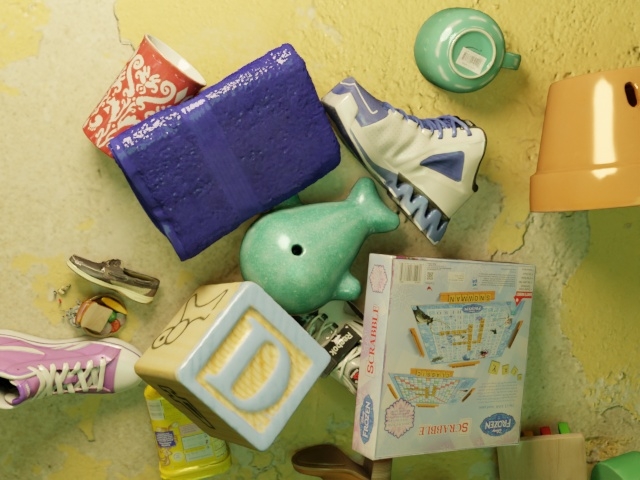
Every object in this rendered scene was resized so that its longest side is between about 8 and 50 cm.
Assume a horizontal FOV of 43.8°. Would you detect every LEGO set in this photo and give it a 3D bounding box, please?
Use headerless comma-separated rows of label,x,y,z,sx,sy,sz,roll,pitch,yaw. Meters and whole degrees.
LEGO set,-0.406,0.113,1.303,0.054,0.023,0.083,-42,110,5

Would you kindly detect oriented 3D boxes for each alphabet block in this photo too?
alphabet block,-0.141,0.193,1.250,0.193,0.197,0.192,48,65,-19

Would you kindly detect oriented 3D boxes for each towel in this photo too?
towel,-0.135,-0.133,1.188,0.308,0.076,0.228,-31,127,-8

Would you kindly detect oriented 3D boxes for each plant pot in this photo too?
plant pot,0.468,-0.157,1.249,0.290,0.291,0.204,-7,93,-8

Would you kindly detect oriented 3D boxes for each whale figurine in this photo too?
whale figurine,0.000,0.000,1.265,0.272,0.141,0.216,-32,83,-10

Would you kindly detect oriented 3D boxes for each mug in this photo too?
mug,0.233,-0.300,1.239,0.157,0.097,0.130,-23,110,-2
mug,-0.252,-0.192,1.182,0.150,0.113,0.169,41,101,-9

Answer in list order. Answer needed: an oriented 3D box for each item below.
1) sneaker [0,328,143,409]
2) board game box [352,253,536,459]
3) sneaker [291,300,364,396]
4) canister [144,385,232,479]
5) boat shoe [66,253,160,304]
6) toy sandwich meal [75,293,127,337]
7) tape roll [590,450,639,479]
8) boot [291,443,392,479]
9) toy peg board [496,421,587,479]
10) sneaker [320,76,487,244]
sneaker,-0.420,0.223,1.266,0.282,0.161,0.102,5,106,-13
board game box,0.211,0.188,1.321,0.318,0.066,0.318,5,92,-32
sneaker,0.047,0.181,1.343,0.330,0.146,0.122,33,101,-17
canister,-0.229,0.322,1.378,0.126,0.073,0.170,-11,108,-7
boat shoe,-0.332,0.052,1.284,0.152,0.056,0.049,27,97,-27
toy sandwich meal,-0.355,0.125,1.301,0.085,0.029,0.086,-11,114,-27
tape roll,0.612,0.556,1.470,0.077,0.321,0.321,-17,110,-5
boot,0.034,0.462,1.473,0.197,0.073,0.152,6,111,-9
toy peg board,0.424,0.431,1.537,0.160,0.079,0.161,-7,109,9
sneaker,0.153,-0.159,1.269,0.182,0.127,0.315,-42,117,1
